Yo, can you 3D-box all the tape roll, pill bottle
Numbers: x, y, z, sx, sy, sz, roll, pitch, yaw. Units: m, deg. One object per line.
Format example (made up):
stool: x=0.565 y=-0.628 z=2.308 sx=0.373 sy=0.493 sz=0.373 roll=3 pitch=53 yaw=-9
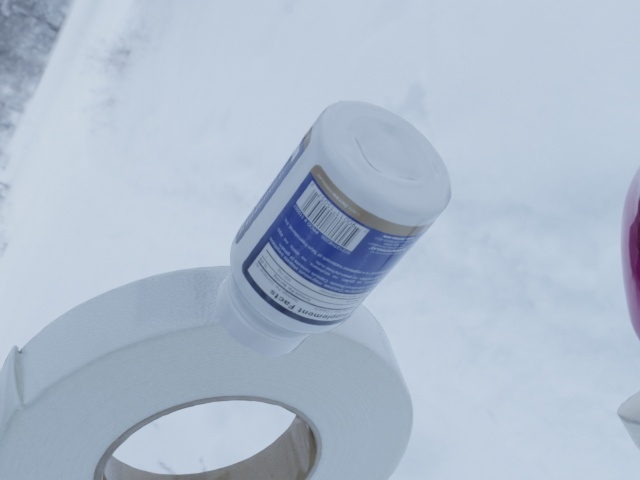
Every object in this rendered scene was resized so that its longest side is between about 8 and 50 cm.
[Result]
tape roll: x=-0.107 y=0.184 z=0.873 sx=0.392 sy=0.392 sz=0.072 roll=-53 pitch=37 yaw=29
pill bottle: x=0.000 y=0.000 z=0.427 sx=0.120 sy=0.067 sz=0.067 roll=-51 pitch=26 yaw=38

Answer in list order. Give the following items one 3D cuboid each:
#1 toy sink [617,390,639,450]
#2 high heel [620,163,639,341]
toy sink: x=0.237 y=0.053 z=0.268 sx=0.234 sy=0.131 sz=0.153 roll=-29 pitch=-3 yaw=-8
high heel: x=0.260 y=-0.013 z=0.639 sx=0.181 sy=0.127 sz=0.377 roll=-52 pitch=-31 yaw=-42
